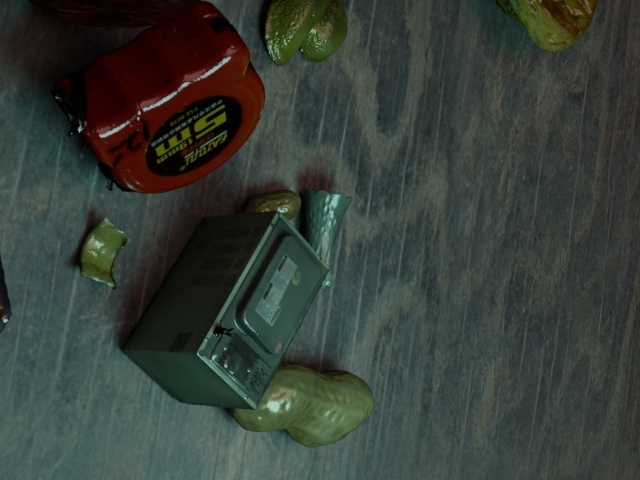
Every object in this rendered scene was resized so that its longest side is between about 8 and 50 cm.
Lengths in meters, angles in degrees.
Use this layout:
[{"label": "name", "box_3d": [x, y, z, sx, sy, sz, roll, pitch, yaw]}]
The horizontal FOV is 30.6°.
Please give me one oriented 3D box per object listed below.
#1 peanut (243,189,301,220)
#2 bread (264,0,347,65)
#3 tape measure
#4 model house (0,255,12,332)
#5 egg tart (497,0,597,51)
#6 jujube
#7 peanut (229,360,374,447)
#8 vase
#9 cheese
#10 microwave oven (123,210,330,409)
[{"label": "peanut", "box_3d": [-0.071, -0.049, 1.751, 0.113, 0.054, 0.053, -17, 102, -48]}, {"label": "bread", "box_3d": [-0.012, -0.334, 1.806, 0.187, 0.065, 0.149, -56, 132, -32]}, {"label": "tape measure", "box_3d": [-0.197, -0.170, 1.499, 0.253, 0.114, 0.260, -33, 157, -8]}, {"label": "model house", "box_3d": [-0.491, 0.027, 1.221, 0.312, 0.245, 0.280, -12, 129, -19]}, {"label": "egg tart", "box_3d": [0.404, -0.517, 2.182, 0.341, 0.132, 0.341, -1, 92, -47]}, {"label": "jujube", "box_3d": [-0.247, -0.352, 1.378, 0.223, 0.318, 0.223, -12, 109, -36]}, {"label": "peanut", "box_3d": [-0.032, 0.246, 1.760, 0.275, 0.111, 0.125, 15, 95, -42]}, {"label": "vase", "box_3d": [0.000, 0.000, 1.810, 0.081, 0.081, 0.148, 14, 83, -45]}, {"label": "cheese", "box_3d": [-0.284, 0.015, 1.542, 0.060, 0.041, 0.084, 26, 83, -36]}, {"label": "microwave oven", "box_3d": [-0.118, 0.096, 1.607, 0.145, 0.194, 0.240, 51, 54, -35]}]
